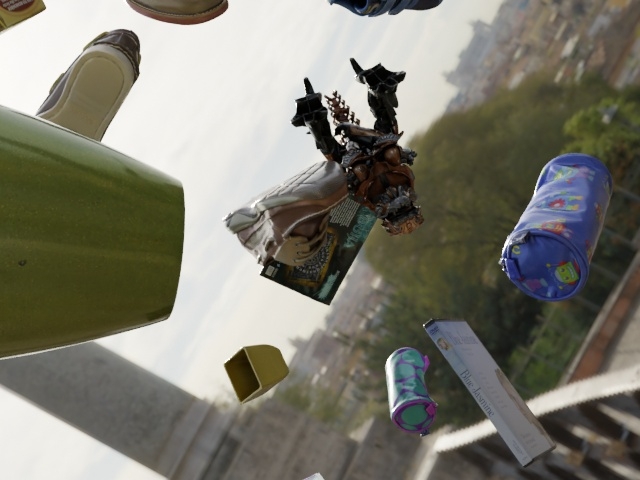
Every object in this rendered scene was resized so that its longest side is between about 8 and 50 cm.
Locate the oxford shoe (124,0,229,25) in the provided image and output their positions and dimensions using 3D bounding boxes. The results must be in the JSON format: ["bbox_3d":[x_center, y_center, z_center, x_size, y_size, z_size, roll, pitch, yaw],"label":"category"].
[{"bbox_3d":[-0.266,-0.440,1.583,0.123,0.348,0.130,-34,-34,-25],"label":"oxford shoe"}]

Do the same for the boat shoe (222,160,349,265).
[{"bbox_3d":[-0.033,-0.029,1.507,0.123,0.116,0.324,-32,5,-22],"label":"boat shoe"}]

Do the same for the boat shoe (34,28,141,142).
[{"bbox_3d":[-0.378,-0.202,1.635,0.324,0.117,0.096,-44,19,38],"label":"boat shoe"}]

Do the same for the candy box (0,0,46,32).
[{"bbox_3d":[-0.491,-0.380,1.269,0.183,0.316,0.087,-16,19,34],"label":"candy box"}]

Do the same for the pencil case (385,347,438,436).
[{"bbox_3d":[0.135,0.222,1.563,0.151,0.070,0.064,-94,-12,-64],"label":"pencil case"}]

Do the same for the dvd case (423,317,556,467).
[{"bbox_3d":[0.262,0.225,1.602,0.022,0.253,0.180,-40,-18,16],"label":"dvd case"}]

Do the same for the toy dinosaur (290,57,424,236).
[{"bbox_3d":[0.054,-0.133,1.530,0.164,0.322,0.218,-38,-49,-17],"label":"toy dinosaur"}]

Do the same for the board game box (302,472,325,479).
[{"bbox_3d":[0.002,0.461,1.318,0.142,0.275,0.144,-24,8,-10],"label":"board game box"}]

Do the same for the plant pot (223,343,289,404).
[{"bbox_3d":[-0.105,0.227,1.834,0.083,0.081,0.081,-11,-22,-41],"label":"plant pot"}]

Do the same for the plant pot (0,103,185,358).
[{"bbox_3d":[-0.280,-0.006,0.963,0.275,0.294,0.274,-175,90,-75],"label":"plant pot"}]

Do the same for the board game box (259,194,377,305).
[{"bbox_3d":[0.000,0.000,1.651,0.186,0.126,0.026,-61,11,17],"label":"board game box"}]

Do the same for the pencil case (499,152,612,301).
[{"bbox_3d":[0.359,-0.024,1.589,0.306,0.133,0.119,-52,-46,-54],"label":"pencil case"}]

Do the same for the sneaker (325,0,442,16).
[{"bbox_3d":[0.060,-0.246,1.043,0.053,0.144,0.059,128,142,-53],"label":"sneaker"}]
